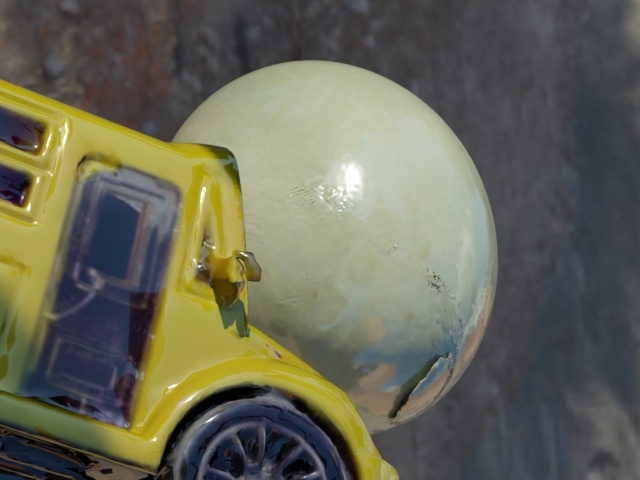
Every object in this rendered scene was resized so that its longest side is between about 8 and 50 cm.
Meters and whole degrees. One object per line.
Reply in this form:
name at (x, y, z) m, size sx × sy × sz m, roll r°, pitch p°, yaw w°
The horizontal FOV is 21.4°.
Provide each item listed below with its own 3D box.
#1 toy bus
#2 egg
toy bus at (-0.134, 0.019, 0.539) m, size 0.331 × 0.145 × 0.151 m, roll 20°, pitch 63°, yaw -19°
egg at (0.000, 0.000, 0.922) m, size 0.186 × 0.186 × 0.253 m, roll 60°, pitch 3°, yaw -39°
